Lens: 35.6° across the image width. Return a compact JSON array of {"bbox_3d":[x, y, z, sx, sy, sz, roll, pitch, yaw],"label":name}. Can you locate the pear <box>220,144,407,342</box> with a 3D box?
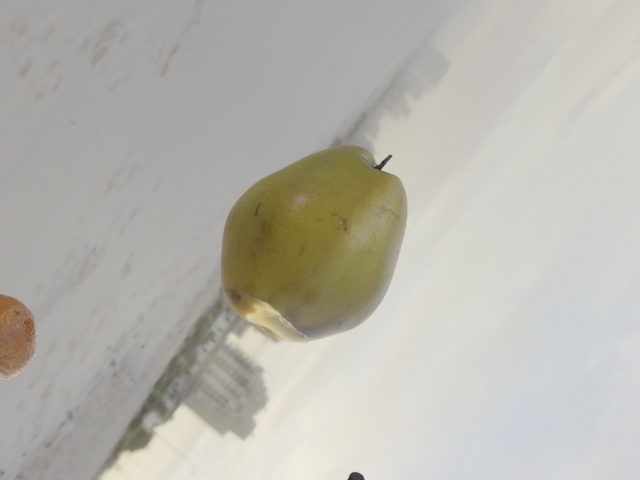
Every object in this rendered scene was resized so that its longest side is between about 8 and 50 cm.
[{"bbox_3d":[-0.013,-0.002,1.589,0.285,0.285,0.336,154,-52,-82],"label":"pear"}]

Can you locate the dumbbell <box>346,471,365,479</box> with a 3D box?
[{"bbox_3d":[0.000,0.421,1.235,0.143,0.143,0.325,-56,164,-65],"label":"dumbbell"}]

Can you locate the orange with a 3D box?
[{"bbox_3d":[-0.459,0.136,1.375,0.135,0.135,0.117,-48,-176,18],"label":"orange"}]
